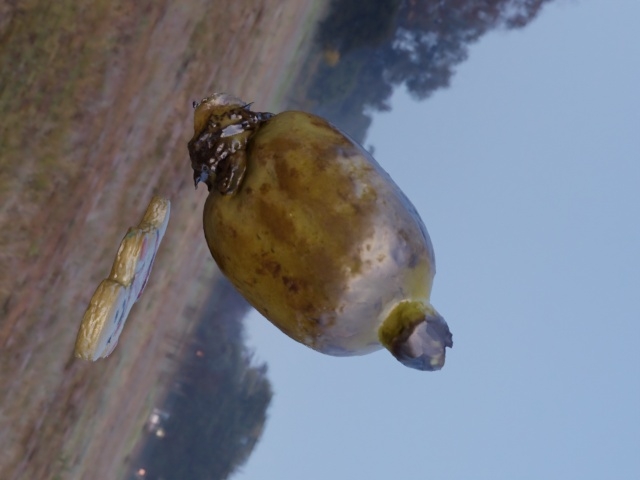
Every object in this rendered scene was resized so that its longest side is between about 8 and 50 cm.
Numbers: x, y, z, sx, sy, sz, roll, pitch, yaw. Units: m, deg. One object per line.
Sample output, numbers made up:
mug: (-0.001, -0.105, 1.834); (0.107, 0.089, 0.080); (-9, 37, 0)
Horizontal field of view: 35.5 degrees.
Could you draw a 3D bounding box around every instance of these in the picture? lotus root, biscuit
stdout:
lotus root: (0.000, 0.000, 0.874); (0.169, 0.314, 0.141); (-48, 159, 16)
biscuit: (-0.207, 0.051, 1.049); (0.234, 0.030, 0.153); (-78, -173, -69)
